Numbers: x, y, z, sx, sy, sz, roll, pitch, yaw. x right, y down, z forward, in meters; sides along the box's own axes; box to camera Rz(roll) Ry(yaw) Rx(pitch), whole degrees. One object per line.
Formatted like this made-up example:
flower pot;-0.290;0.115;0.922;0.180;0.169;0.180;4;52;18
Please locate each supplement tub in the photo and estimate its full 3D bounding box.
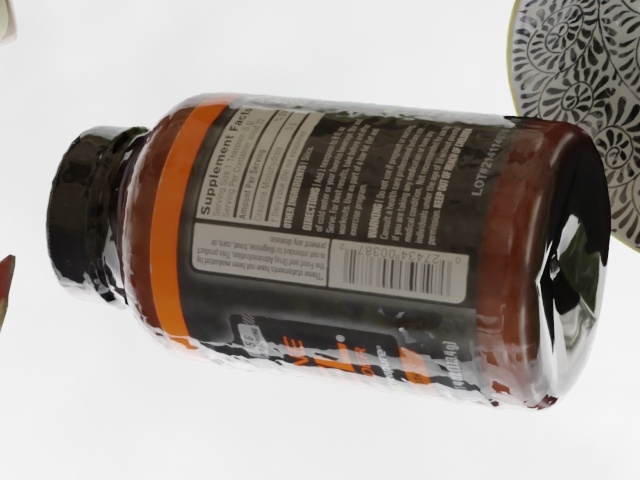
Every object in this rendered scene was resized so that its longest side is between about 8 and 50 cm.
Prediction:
supplement tub;0.000;0.000;0.681;0.198;0.106;0.106;7;-132;24

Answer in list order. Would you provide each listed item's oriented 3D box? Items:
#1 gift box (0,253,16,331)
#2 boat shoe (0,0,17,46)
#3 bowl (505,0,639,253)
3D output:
gift box;-0.221;0.056;0.303;0.255;0.258;0.276;-3;-117;28
boat shoe;-0.256;-0.236;0.983;0.110;0.341;0.121;-19;-144;-9
bowl;0.163;-0.071;0.703;0.170;0.170;0.080;31;-132;11
